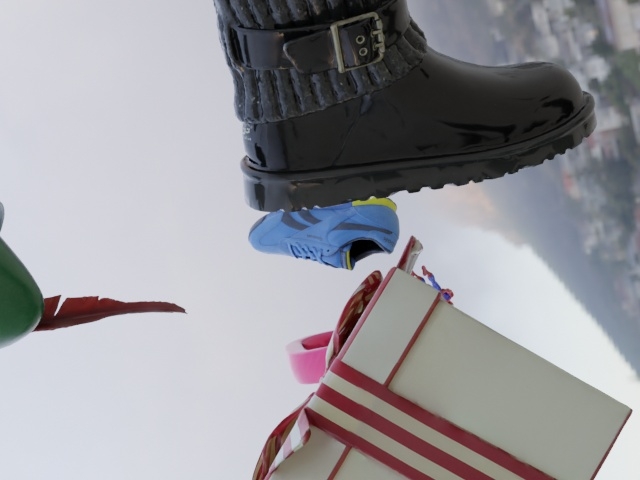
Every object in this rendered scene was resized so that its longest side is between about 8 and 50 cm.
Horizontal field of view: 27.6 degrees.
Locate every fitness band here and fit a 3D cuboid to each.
[{"bbox_3d":[0.056,0.135,1.726,0.291,0.209,0.054,167,88,-86],"label":"fitness band"}]

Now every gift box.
[{"bbox_3d":[0.101,0.164,1.107,0.255,0.258,0.276,-58,-15,-8],"label":"gift box"}]

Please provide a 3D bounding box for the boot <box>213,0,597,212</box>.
[{"bbox_3d":[0.075,-0.178,1.112,0.131,0.348,0.260,-142,43,-64],"label":"boot"}]

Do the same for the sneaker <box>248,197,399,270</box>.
[{"bbox_3d":[0.000,0.000,1.671,0.069,0.209,0.082,52,-145,-52],"label":"sneaker"}]

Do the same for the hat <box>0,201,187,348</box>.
[{"bbox_3d":[-0.256,0.081,1.100,0.183,0.208,0.173,39,176,3],"label":"hat"}]

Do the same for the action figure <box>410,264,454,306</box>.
[{"bbox_3d":[0.180,0.079,2.051,0.115,0.038,0.030,39,-147,-46],"label":"action figure"}]
